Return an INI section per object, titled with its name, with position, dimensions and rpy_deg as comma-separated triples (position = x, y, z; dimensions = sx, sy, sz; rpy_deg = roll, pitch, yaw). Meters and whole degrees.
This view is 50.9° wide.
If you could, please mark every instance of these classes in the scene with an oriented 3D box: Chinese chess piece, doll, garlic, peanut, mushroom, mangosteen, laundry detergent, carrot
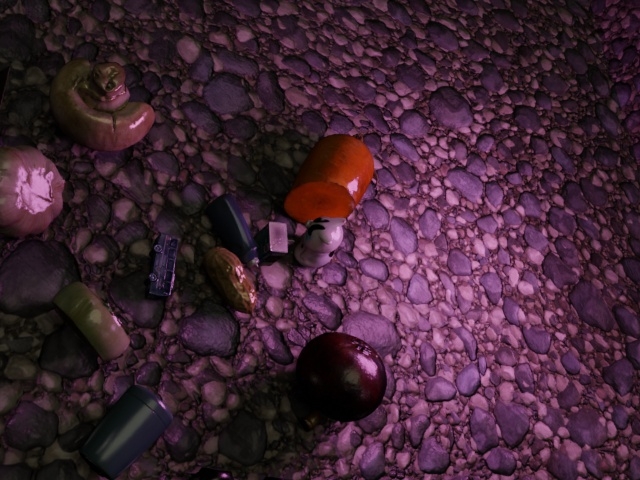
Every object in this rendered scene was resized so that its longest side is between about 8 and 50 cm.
[Chinese chess piece]
position = -0.491, 0.174, 1.446
dimensions = 0.083, 0.188, 0.188
rpy_deg = -43, 92, -23
[doll]
position = -0.004, 0.002, 1.798
dimensions = 0.107, 0.180, 0.110
rpy_deg = 27, 58, 0
[garlic]
position = -0.704, -0.115, 1.498
dimensions = 0.212, 0.218, 0.218
rpy_deg = 9, 55, 22
[peanut]
position = -0.221, 0.098, 1.685
dimensions = 0.194, 0.093, 0.083
rpy_deg = 54, 28, 6
[mushroom]
position = -0.546, -0.323, 1.638
dimensions = 0.254, 0.195, 0.188
rpy_deg = 32, 61, -8
[mangosteen]
position = 0.038, 0.362, 1.651
dimensions = 0.236, 0.235, 0.261
rpy_deg = 28, 101, -15
[laundry detergent]
position = -0.216, -0.016, 1.734
dimensions = 0.061, 0.097, 0.206
rpy_deg = -21, 78, -50
[carrot]
position = 0.054, -0.193, 1.895
dimensions = 0.214, 0.193, 0.331
rpy_deg = 9, 50, 21

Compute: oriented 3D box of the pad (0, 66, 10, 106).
[pad]
position = -0.771, -0.211, 1.468
dimensions = 0.004, 0.220, 0.330
rpy_deg = 31, 52, -48

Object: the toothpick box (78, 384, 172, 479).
[toothpick box]
position = -0.416, 0.409, 1.425
dimensions = 0.120, 0.120, 0.184
rpy_deg = 45, 59, -4

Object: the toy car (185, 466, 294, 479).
[toy car]
position = -0.167, 0.608, 1.469
dimensions = 0.301, 0.118, 0.193
rpy_deg = 15, 71, -23

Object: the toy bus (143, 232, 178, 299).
[toy bus]
position = -0.387, 0.065, 1.638
dimensions = 0.065, 0.047, 0.165
rpy_deg = 16, 61, -25

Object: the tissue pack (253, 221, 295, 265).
[tissue pack]
position = -0.122, 0.011, 1.763
dimensions = 0.079, 0.111, 0.085
rpy_deg = 7, 65, -27
